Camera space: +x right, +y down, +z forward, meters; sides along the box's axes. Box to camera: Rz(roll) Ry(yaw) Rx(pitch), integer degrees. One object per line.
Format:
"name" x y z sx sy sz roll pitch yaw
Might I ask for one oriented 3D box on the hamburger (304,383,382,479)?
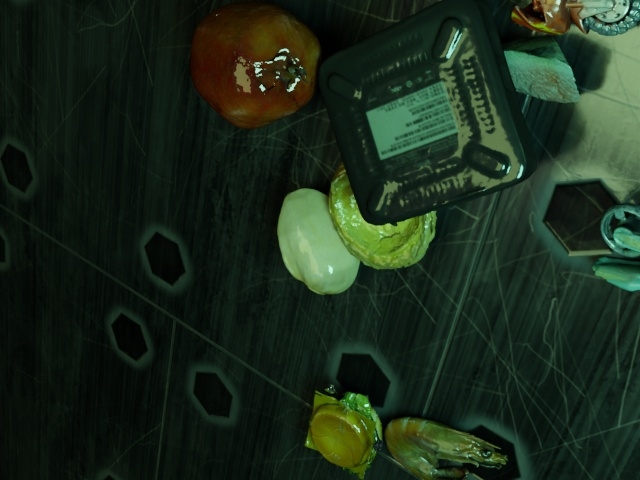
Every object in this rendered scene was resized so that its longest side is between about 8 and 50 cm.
"hamburger" 0.054 0.362 1.579 0.164 0.093 0.189 35 128 19

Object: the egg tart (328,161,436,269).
"egg tart" 0.109 -0.059 1.359 0.213 0.090 0.212 16 118 32

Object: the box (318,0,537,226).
"box" 0.147 -0.181 1.198 0.290 0.073 0.288 -17 90 37

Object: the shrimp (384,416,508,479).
"shrimp" 0.223 0.389 1.485 0.249 0.068 0.150 -5 118 44

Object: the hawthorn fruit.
"hawthorn fruit" -0.090 -0.284 1.318 0.299 0.211 0.211 22 125 59

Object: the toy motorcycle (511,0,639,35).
"toy motorcycle" 0.298 -0.385 1.075 0.171 0.089 0.298 -30 89 42

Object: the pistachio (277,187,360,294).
"pistachio" 0.000 0.000 1.460 0.145 0.117 0.200 -19 85 5

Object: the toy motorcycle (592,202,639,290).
"toy motorcycle" 0.514 0.051 1.096 0.297 0.109 0.198 27 136 34

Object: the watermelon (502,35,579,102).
"watermelon" 0.297 -0.246 1.155 0.180 0.081 0.094 34 144 41
